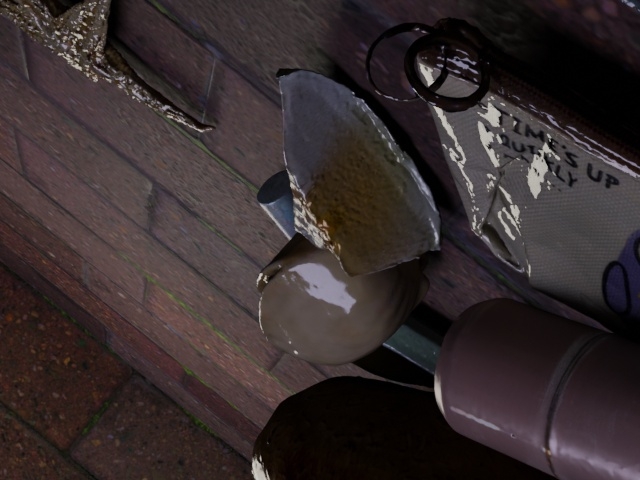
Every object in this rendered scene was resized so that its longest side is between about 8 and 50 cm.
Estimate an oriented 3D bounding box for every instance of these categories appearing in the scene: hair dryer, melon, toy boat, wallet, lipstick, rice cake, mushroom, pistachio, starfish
[{"bbox_3d":[0.196,0.207,0.957,0.189,0.106,0.344,19,135,40],"label":"hair dryer"},{"bbox_3d":[0.004,-0.057,1.061,0.202,0.093,0.139,53,167,-26],"label":"melon"},{"bbox_3d":[0.075,0.122,1.393,0.149,0.047,0.049,20,180,-22],"label":"toy boat"},{"bbox_3d":[0.192,-0.003,0.814,0.335,0.068,0.275,30,168,19],"label":"wallet"},{"bbox_3d":[0.000,0.000,1.282,0.048,0.048,0.158,16,152,52],"label":"lipstick"},{"bbox_3d":[0.138,0.127,1.311,0.221,0.042,0.080,32,-171,20],"label":"rice cake"},{"bbox_3d":[0.096,0.247,1.374,0.345,0.345,0.239,106,156,-72],"label":"mushroom"},{"bbox_3d":[0.018,0.042,1.194,0.152,0.126,0.223,-1,156,-11],"label":"pistachio"},{"bbox_3d":[-0.227,-0.194,1.259,0.295,0.048,0.231,35,163,12],"label":"starfish"}]

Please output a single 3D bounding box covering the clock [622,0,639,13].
[{"bbox_3d":[0.165,-0.158,0.531,0.215,0.042,0.215,35,163,12],"label":"clock"}]
